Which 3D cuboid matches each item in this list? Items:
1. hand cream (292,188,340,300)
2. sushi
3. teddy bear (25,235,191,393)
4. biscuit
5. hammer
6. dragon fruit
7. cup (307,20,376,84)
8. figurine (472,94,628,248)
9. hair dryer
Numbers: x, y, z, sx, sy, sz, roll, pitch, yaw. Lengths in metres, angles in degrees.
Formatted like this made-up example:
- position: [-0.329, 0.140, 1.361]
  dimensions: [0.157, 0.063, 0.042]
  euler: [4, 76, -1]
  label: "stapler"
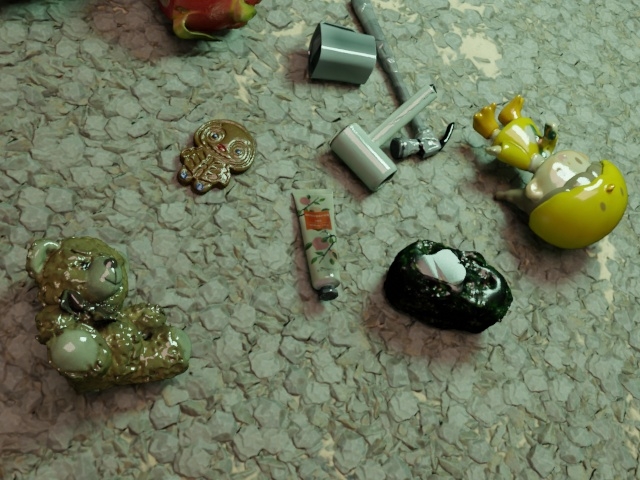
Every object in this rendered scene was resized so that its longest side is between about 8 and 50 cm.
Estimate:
- position: [0.000, 0.000, 1.358]
  dimensions: [0.080, 0.050, 0.233]
  euler: [-1, 59, -13]
  label: "hand cream"
- position: [0.232, 0.085, 1.336]
  dimensions: [0.225, 0.127, 0.124]
  euler: [21, 60, -8]
  label: "sushi"
- position: [-0.343, 0.106, 1.134]
  dimensions: [0.267, 0.156, 0.256]
  euler: [16, 52, -56]
  label: "teddy bear"
- position: [-0.193, -0.159, 1.384]
  dimensions: [0.124, 0.026, 0.175]
  euler: [33, 59, 2]
  label: "biscuit"
- position: [0.149, -0.361, 1.582]
  dimensions: [0.152, 0.044, 0.426]
  euler: [-14, 69, -24]
  label: "hammer"
- position: [-0.217, -0.507, 1.456]
  dimensions: [0.227, 0.224, 0.224]
  euler: [-8, 67, -23]
  label: "dragon fruit"
- position: [0.039, -0.397, 1.538]
  dimensions: [0.130, 0.095, 0.128]
  euler: [7, 60, -17]
  label: "cup"
- position: [0.464, -0.142, 1.495]
  dimensions: [0.215, 0.187, 0.343]
  euler: [-28, 69, -17]
  label: "figurine"
- position: [0.147, -0.217, 1.453]
  dimensions: [0.236, 0.073, 0.131]
  euler: [-42, 82, -5]
  label: "hair dryer"
